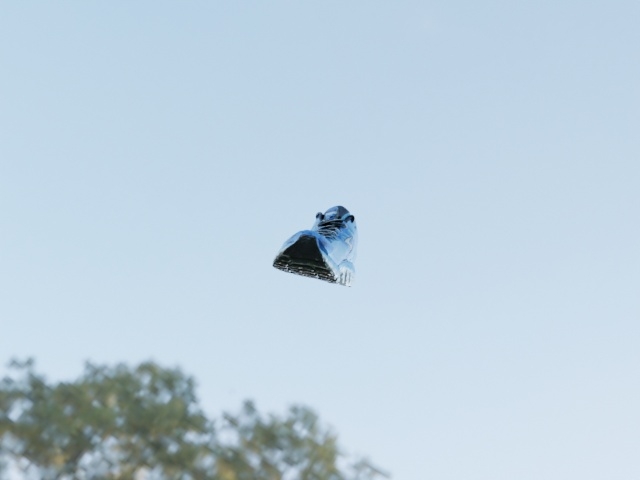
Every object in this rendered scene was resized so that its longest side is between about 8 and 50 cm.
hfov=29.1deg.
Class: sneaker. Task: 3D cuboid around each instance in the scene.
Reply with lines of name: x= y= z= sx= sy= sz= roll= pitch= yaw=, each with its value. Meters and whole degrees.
sneaker: x=0.000 y=0.000 z=1.139 sx=0.063 sy=0.073 sz=0.162 roll=13 pitch=-1 yaw=10
